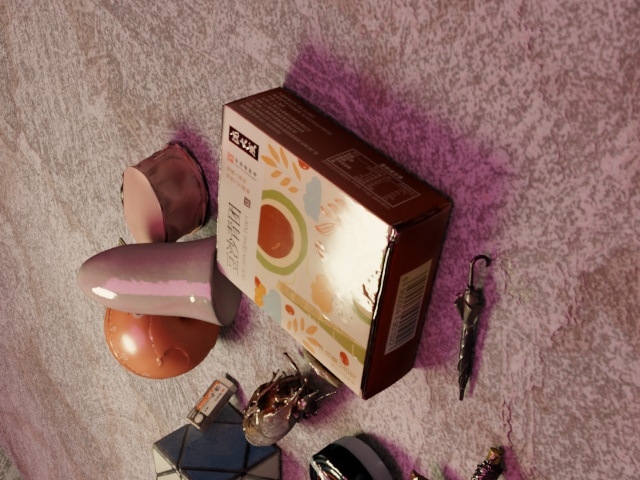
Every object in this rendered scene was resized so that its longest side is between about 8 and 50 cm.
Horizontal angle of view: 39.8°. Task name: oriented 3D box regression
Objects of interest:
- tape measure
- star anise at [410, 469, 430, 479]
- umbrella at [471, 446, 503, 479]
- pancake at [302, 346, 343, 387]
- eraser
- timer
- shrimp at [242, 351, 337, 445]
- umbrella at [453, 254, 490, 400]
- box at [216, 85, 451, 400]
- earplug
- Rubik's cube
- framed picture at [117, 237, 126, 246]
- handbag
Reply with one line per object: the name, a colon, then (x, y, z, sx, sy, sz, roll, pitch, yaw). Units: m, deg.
tape measure: (0.062, 0.447, 1.601, 0.182, 0.107, 0.181, 61, 148, 5)
star anise: (0.240, 0.525, 1.415, 0.350, 0.109, 0.292, 51, 148, 18)
umbrella: (0.242, 0.381, 1.345, 0.037, 0.040, 0.144, 21, 101, -4)
pancake: (0.024, 0.197, 1.475, 0.116, 0.129, 0.023, 35, 117, 9)
eraser: (-0.237, 0.355, 1.923, 0.052, 0.122, 0.029, 24, 160, 41)
timer: (-0.327, 0.171, 1.829, 0.214, 0.229, 0.230, -17, 97, 46)
shrimp: (-0.065, 0.302, 1.663, 0.116, 0.145, 0.343, 38, 149, -6)
umbrella: (0.206, 0.131, 1.277, 0.044, 0.044, 0.269, -110, 19, -55)
box: (0.000, 0.000, 1.393, 0.385, 0.122, 0.345, 39, 138, 33)
earplug: (-0.315, 0.070, 1.668, 0.301, 0.172, 0.173, 1, 116, 14)
Rubik's cube: (-0.223, 0.521, 1.932, 0.205, 0.205, 0.207, 31, 132, 39)
framed picture: (-0.448, 0.101, 2.138, 0.183, 0.011, 0.142, 50, 143, 20)
handbag: (-0.311, -0.080, 1.757, 0.179, 0.116, 0.205, 41, 139, 31)
